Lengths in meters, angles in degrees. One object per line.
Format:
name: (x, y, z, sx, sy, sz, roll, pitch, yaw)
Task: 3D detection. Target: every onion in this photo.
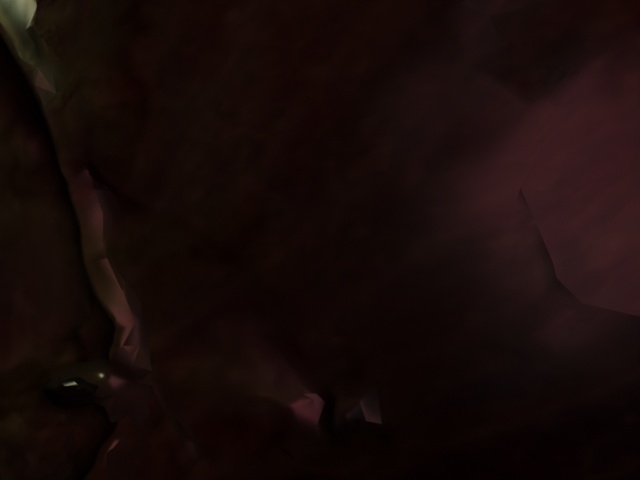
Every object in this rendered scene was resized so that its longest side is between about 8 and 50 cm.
onion: (-0.024, 0.010, 0.501, 0.354, 0.354, 0.353, -1, 92, -32)
